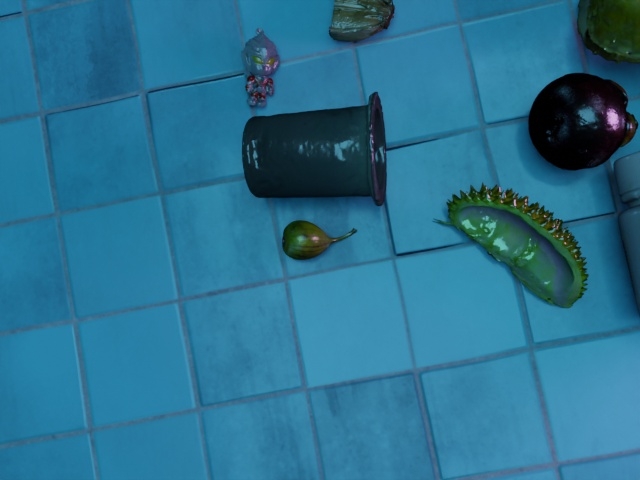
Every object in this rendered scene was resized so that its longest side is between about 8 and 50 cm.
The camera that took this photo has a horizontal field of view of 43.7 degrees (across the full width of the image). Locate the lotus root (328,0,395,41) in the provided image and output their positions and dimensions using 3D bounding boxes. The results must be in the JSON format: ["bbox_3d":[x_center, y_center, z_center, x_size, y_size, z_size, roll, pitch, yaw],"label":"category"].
[{"bbox_3d":[0.094,-0.511,1.813,0.144,0.070,0.143,14,80,11],"label":"lotus root"}]

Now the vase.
[{"bbox_3d":[-0.011,-0.193,1.720,0.291,0.245,0.245,0,84,11],"label":"vase"}]

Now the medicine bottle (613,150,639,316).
[{"bbox_3d":[0.726,-0.018,1.635,0.208,0.208,0.339,-11,83,4],"label":"medicine bottle"}]

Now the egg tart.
[{"bbox_3d":[0.695,-0.521,1.661,0.345,0.132,0.345,-14,55,21],"label":"egg tart"}]

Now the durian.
[{"bbox_3d":[0.424,-0.004,1.694,0.355,0.157,0.169,35,105,8],"label":"durian"}]

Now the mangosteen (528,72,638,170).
[{"bbox_3d":[0.568,-0.249,1.691,0.250,0.211,0.211,-3,83,-26],"label":"mangosteen"}]

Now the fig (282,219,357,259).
[{"bbox_3d":[-0.003,-0.001,1.762,0.166,0.093,0.093,0,84,4],"label":"fig"}]

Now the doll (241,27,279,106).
[{"bbox_3d":[-0.138,-0.395,1.825,0.094,0.079,0.180,3,91,-23],"label":"doll"}]
